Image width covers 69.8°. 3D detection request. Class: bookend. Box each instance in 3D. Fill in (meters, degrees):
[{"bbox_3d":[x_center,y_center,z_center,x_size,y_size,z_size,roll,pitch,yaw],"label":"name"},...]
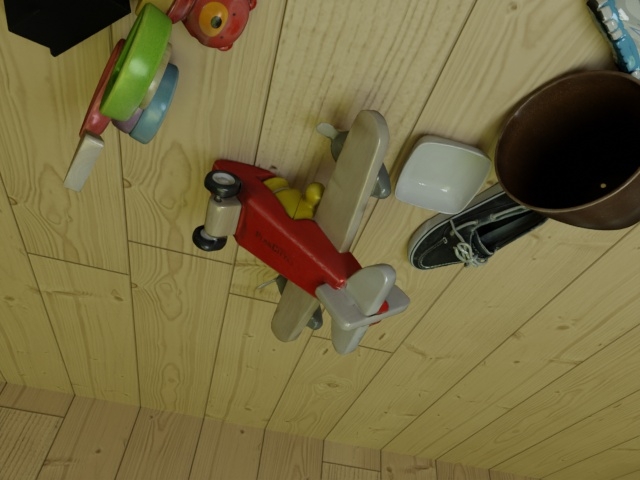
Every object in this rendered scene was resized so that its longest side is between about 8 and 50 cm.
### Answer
[{"bbox_3d":[-0.359,-0.322,0.580,0.157,0.072,0.156,-15,173,24],"label":"bookend"}]

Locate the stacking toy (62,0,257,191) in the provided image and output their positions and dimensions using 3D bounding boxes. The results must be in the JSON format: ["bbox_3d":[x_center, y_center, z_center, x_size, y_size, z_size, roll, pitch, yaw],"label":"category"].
[{"bbox_3d":[-0.210,-0.207,0.615,0.130,0.280,0.309,22,135,-32],"label":"stacking toy"}]

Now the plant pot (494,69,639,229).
[{"bbox_3d":[0.426,-0.103,0.711,0.230,0.215,0.215,25,136,-39],"label":"plant pot"}]

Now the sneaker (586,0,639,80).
[{"bbox_3d":[0.437,-0.267,0.613,0.083,0.071,0.190,-32,126,27],"label":"sneaker"}]

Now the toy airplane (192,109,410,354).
[{"bbox_3d":[0.000,0.000,0.809,0.386,0.272,0.384,-11,104,37],"label":"toy airplane"}]

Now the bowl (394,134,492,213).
[{"bbox_3d":[0.211,-0.121,0.809,0.142,0.053,0.142,14,138,-8],"label":"bowl"}]

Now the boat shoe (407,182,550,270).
[{"bbox_3d":[0.296,-0.003,0.887,0.306,0.105,0.113,-31,126,33],"label":"boat shoe"}]
